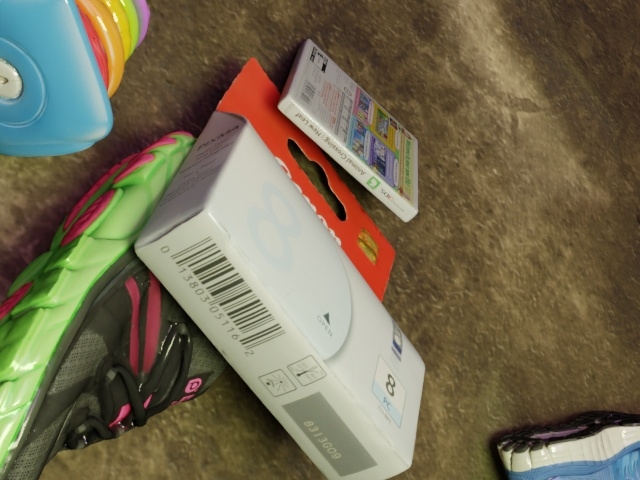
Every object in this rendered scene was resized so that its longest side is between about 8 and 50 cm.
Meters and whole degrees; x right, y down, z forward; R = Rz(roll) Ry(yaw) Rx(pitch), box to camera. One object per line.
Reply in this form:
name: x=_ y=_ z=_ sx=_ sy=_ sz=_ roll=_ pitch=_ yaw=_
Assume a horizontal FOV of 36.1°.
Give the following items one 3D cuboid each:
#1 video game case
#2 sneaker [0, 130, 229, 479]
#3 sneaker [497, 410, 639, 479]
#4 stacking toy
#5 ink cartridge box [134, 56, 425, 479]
video game case: x=0.039 y=-0.132 z=1.137 sx=0.193 sy=0.023 sz=0.212 roll=41 pitch=24 yaw=-15
sneaker: x=-0.178 y=0.092 z=0.851 sx=0.202 sy=0.185 sz=0.483 roll=48 pitch=44 yaw=-18
sneaker: x=0.355 y=0.295 z=1.217 sx=0.330 sy=0.129 sz=0.147 roll=-3 pitch=90 yaw=-31
stacking toy: x=-0.238 y=-0.224 z=0.987 sx=0.302 sy=0.175 sz=0.166 roll=-62 pitch=146 yaw=-50
ink cartridge box: x=0.000 y=0.000 z=0.972 sx=0.308 sy=0.091 sz=0.385 roll=53 pitch=30 yaw=-22
